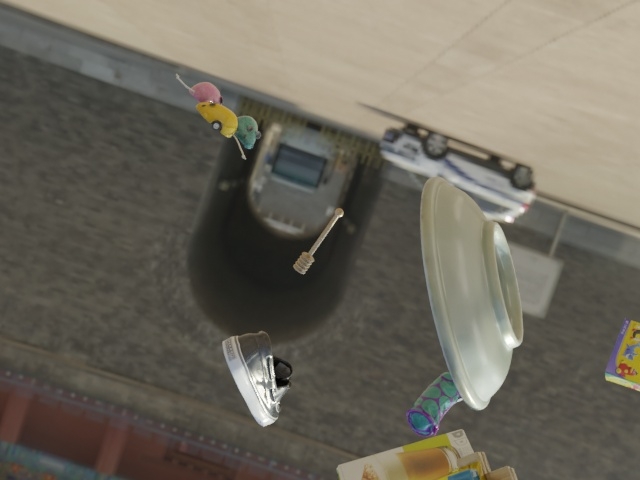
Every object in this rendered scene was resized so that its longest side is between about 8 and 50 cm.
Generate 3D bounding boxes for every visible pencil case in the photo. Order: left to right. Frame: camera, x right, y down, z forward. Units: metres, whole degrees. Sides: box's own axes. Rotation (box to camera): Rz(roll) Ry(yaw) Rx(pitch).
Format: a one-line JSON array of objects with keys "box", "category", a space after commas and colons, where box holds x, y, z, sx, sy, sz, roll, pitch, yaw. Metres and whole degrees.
[{"box": [0.228, 0.316, 1.996, 0.070, 0.065, 0.151, 31, -140, 19], "category": "pencil case"}]

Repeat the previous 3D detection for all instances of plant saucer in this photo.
[{"box": [0.270, 0.081, 1.737, 0.100, 0.401, 0.400, -11, 174, 17], "category": "plant saucer"}]

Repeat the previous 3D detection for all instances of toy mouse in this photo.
[{"box": [-0.129, -0.177, 1.426, 0.161, 0.031, 0.143, 45, -168, 8], "category": "toy mouse"}]

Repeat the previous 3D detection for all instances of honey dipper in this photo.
[{"box": [0.000, 0.000, 2.112, 0.030, 0.161, 0.030, 32, -160, -13], "category": "honey dipper"}]

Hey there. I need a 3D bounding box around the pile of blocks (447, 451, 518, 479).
[{"box": [0.274, 0.445, 1.623, 0.149, 0.112, 0.362, 55, -159, -26], "category": "pile of blocks"}]

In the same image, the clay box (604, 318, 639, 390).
[{"box": [0.697, 0.252, 2.055, 0.222, 0.128, 0.053, 17, 160, 26], "category": "clay box"}]

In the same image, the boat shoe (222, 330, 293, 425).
[{"box": [-0.076, 0.190, 1.444, 0.229, 0.076, 0.080, 72, 178, -54], "category": "boat shoe"}]

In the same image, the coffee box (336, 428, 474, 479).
[{"box": [0.253, 0.728, 2.489, 0.334, 0.338, 0.338, -15, -140, -4], "category": "coffee box"}]
